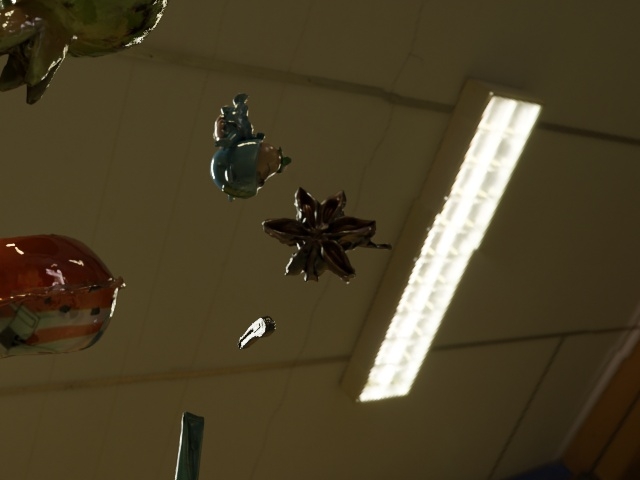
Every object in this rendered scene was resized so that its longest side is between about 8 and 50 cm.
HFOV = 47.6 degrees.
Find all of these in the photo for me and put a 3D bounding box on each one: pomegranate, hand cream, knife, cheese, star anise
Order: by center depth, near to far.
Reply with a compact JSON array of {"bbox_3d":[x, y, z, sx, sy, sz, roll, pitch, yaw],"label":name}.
[{"bbox_3d":[-0.338,0.062,0.744,0.329,0.217,0.129,-4,-94,-66],"label":"cheese"},{"bbox_3d":[-0.300,-0.292,0.848,0.231,0.231,0.286,40,-103,-46],"label":"pomegranate"},{"bbox_3d":[-0.103,0.149,1.145,0.018,0.031,0.121,-8,-22,-32],"label":"knife"},{"bbox_3d":[0.000,0.000,1.442,0.190,0.220,0.126,-34,-20,-19],"label":"star anise"},{"bbox_3d":[-0.276,0.475,1.513,0.048,0.224,0.083,-7,-25,22],"label":"hand cream"}]

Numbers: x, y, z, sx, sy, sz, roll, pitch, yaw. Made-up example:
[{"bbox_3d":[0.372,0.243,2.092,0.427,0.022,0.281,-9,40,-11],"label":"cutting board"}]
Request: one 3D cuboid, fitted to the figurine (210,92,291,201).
[{"bbox_3d":[-0.116,-0.156,1.216,0.144,0.178,0.114,-2,-21,-20],"label":"figurine"}]
